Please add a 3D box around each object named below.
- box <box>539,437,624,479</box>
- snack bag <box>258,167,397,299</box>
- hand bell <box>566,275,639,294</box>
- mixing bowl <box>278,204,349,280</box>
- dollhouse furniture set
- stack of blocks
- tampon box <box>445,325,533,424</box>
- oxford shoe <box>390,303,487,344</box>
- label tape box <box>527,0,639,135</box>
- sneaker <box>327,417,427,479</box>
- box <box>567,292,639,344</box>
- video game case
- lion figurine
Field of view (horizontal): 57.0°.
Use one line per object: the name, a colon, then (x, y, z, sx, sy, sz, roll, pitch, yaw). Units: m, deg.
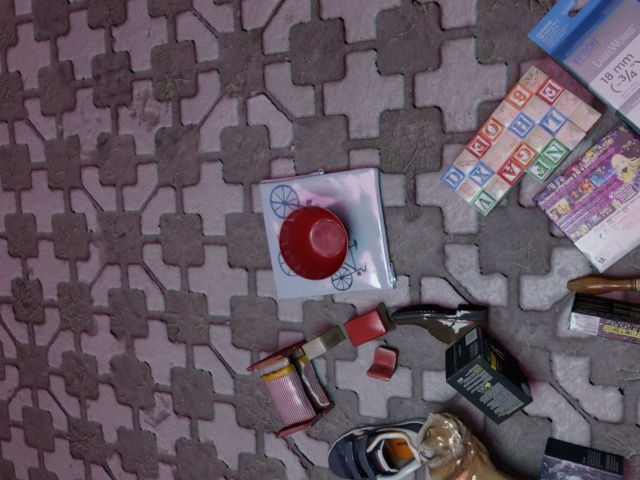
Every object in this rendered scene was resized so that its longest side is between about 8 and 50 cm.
box: (0.560, 0.536, 1.277, 0.159, 0.093, 0.155, 8, 101, 26)
snack bag: (0.014, -0.020, 1.504, 0.343, 0.037, 0.322, -7, 94, 24)
hand bell: (0.627, 0.090, 1.194, 0.242, 0.126, 0.126, -4, 96, 40)
mixing bowl: (0.000, 0.000, 1.438, 0.182, 0.098, 0.181, 4, 100, 23)
dollhouse furniture set: (0.025, 0.328, 1.479, 0.374, 0.152, 0.201, -29, 84, 27)
stack of blocks: (0.420, -0.193, 1.248, 0.171, 0.087, 0.297, 43, 113, 15)
tampon box: (0.367, 0.295, 1.295, 0.161, 0.120, 0.101, 40, 115, -9)
oxford shoe: (0.273, 0.199, 1.379, 0.227, 0.083, 0.096, 1, 99, 26)
label tape box: (0.596, -0.389, 1.124, 0.333, 0.106, 0.240, 47, 113, 13)
sneaker: (0.132, 0.534, 1.473, 0.321, 0.127, 0.126, -30, 85, 28)
box: (0.593, 0.155, 1.157, 0.191, 0.184, 0.045, 10, 99, 24)
video game case: (0.593, -0.085, 1.202, 0.232, 0.042, 0.210, -46, 77, 24)
lion figurine: (0.376, 0.553, 1.286, 0.392, 0.142, 0.240, 25, 105, 20)
